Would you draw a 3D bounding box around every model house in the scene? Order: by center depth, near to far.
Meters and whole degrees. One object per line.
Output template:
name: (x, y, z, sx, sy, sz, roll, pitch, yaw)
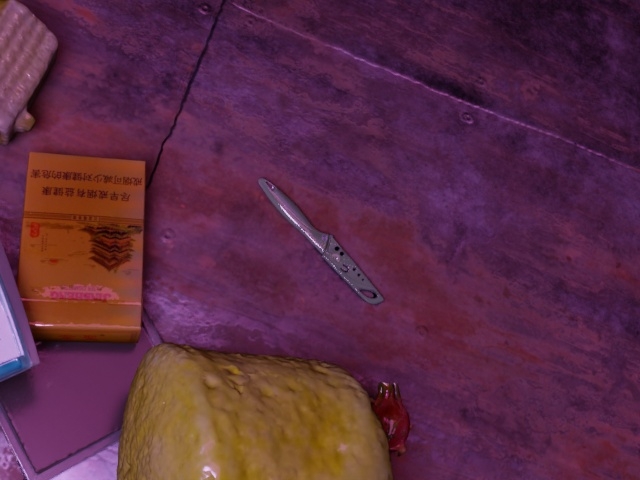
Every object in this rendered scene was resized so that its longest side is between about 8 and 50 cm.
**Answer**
model house: (-0.518, -0.262, 1.204, 0.234, 0.175, 0.193, 28, 62, -19)

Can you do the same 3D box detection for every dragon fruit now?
dragon fruit: (0.100, 0.277, 1.251, 0.086, 0.081, 0.116, 23, 75, -33)

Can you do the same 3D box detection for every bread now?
bread: (-0.096, 0.298, 1.035, 0.308, 0.348, 0.348, -1, 70, -28)

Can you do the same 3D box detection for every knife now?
knife: (0.001, -0.001, 1.359, 0.293, 0.020, 0.043, 48, 61, 2)

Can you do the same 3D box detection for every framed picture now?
framed picture: (-0.337, 0.204, 1.159, 0.252, 0.014, 0.197, -25, 80, -26)

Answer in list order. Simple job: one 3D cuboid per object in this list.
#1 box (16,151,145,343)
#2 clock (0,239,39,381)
box: (-0.349, 0.010, 1.187, 0.174, 0.076, 0.274, 3, 66, -16)
clock: (-0.513, 0.106, 1.047, 0.262, 0.116, 0.231, -24, 83, 4)
